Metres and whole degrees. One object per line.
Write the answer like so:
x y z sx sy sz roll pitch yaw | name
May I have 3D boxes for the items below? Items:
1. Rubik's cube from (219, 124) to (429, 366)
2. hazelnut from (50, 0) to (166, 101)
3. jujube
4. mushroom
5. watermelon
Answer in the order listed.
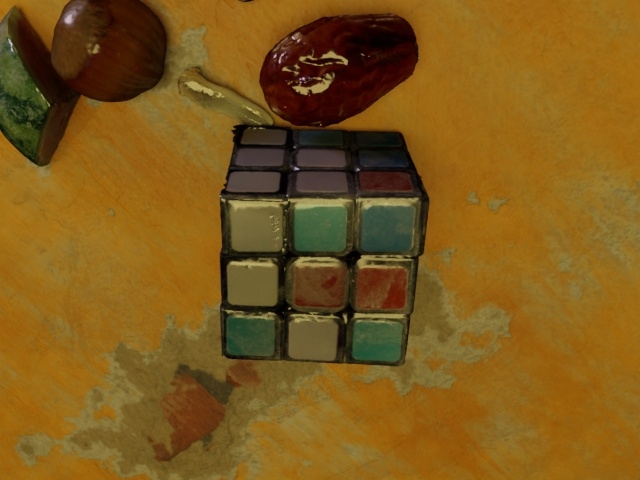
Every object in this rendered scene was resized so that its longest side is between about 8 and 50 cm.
0.000 0.000 1.309 0.364 0.362 0.358 3 116 -2 | Rubik's cube
-0.389 -0.355 1.265 0.210 0.186 0.210 0 96 4 | hazelnut
0.033 -0.314 1.254 0.291 0.197 0.197 -21 112 -6 | jujube
-0.187 -0.276 1.364 0.202 0.054 0.059 25 122 -14 | mushroom
-0.572 -0.292 1.332 0.260 0.176 0.256 50 147 -18 | watermelon
